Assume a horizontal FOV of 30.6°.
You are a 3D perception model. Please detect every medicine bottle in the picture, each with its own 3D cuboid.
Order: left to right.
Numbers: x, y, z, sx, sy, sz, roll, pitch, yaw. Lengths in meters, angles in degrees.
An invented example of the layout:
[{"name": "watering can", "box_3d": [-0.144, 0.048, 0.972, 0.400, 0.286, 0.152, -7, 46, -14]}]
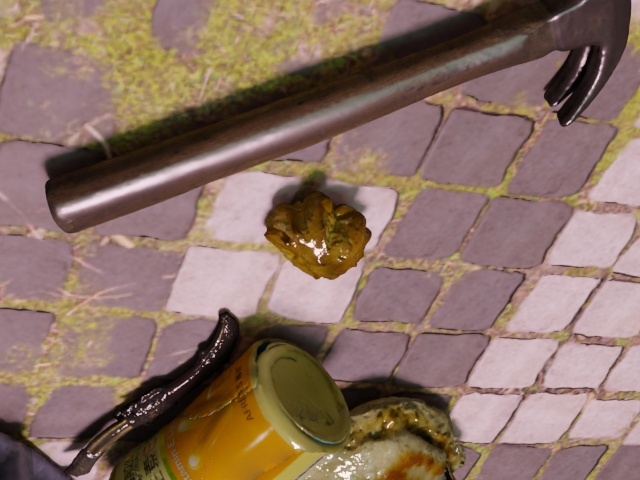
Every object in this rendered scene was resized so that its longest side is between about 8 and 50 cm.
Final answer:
[{"name": "medicine bottle", "box_3d": [-0.092, 0.198, 1.044, 0.239, 0.124, 0.124, -42, 133, 22]}]

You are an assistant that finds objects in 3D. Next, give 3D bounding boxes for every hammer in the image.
[{"name": "hammer", "box_3d": [0.013, -0.101, 0.843, 0.440, 0.044, 0.168, -20, 135, -1]}]

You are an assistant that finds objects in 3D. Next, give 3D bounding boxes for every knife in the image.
[{"name": "knife", "box_3d": [-0.145, 0.141, 1.035, 0.222, 0.021, 0.045, -43, 133, 16]}]

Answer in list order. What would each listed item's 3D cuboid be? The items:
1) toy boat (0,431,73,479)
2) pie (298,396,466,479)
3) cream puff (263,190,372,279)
[{"name": "toy boat", "box_3d": [-0.252, 0.265, 1.042, 0.078, 0.127, 0.283, -25, 139, 5]}, {"name": "pie", "box_3d": [0.055, 0.247, 1.168, 0.201, 0.090, 0.248, -33, 139, 8]}, {"name": "cream puff", "box_3d": [0.000, 0.000, 0.924, 0.083, 0.058, 0.083, -18, 138, -1]}]
